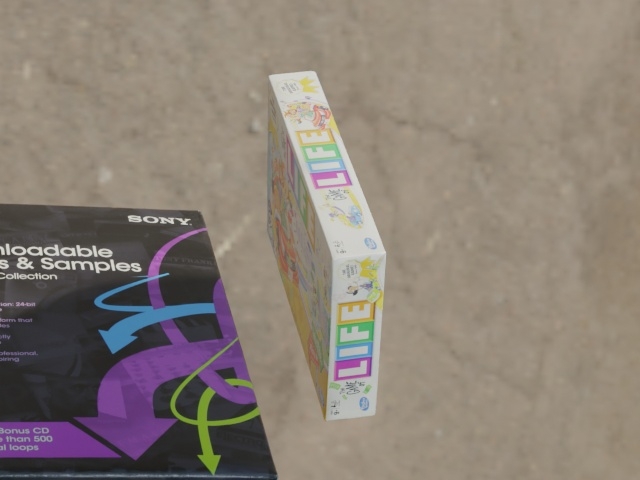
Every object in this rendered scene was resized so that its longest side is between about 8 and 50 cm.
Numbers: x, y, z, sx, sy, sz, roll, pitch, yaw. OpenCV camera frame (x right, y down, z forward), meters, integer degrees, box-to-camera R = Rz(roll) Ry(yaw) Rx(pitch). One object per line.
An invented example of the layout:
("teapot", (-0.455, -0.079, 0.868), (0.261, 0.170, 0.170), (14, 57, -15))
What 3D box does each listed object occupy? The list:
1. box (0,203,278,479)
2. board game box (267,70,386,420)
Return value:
("box", (-0.087, 0.041, 0.650), (0.116, 0.162, 0.029), (2, 123, -17))
("board game box", (0.000, 0.000, 0.891), (0.026, 0.154, 0.103), (-6, 129, -11))
